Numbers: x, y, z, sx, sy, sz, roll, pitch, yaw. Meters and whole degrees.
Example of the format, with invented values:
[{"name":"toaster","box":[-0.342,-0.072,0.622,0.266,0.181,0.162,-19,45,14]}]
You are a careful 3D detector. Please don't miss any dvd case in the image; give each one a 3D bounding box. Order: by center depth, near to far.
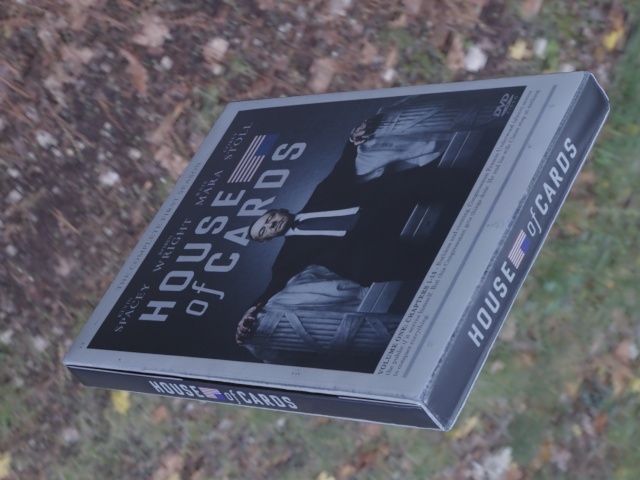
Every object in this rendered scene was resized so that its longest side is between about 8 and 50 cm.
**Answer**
[{"name":"dvd case","box":[0.000,0.000,0.678,0.029,0.238,0.179,50,57,-34]}]
